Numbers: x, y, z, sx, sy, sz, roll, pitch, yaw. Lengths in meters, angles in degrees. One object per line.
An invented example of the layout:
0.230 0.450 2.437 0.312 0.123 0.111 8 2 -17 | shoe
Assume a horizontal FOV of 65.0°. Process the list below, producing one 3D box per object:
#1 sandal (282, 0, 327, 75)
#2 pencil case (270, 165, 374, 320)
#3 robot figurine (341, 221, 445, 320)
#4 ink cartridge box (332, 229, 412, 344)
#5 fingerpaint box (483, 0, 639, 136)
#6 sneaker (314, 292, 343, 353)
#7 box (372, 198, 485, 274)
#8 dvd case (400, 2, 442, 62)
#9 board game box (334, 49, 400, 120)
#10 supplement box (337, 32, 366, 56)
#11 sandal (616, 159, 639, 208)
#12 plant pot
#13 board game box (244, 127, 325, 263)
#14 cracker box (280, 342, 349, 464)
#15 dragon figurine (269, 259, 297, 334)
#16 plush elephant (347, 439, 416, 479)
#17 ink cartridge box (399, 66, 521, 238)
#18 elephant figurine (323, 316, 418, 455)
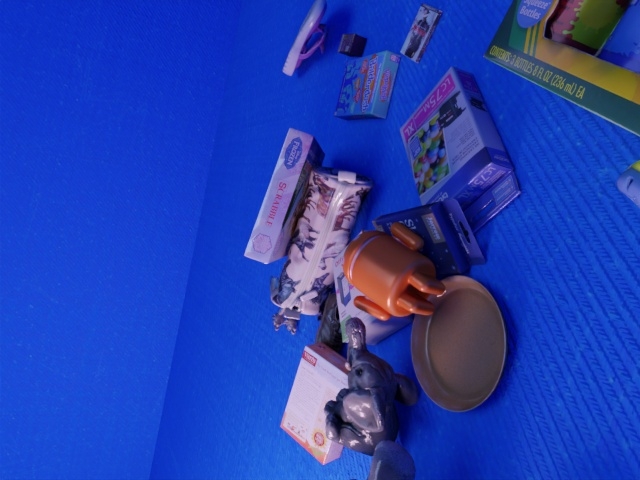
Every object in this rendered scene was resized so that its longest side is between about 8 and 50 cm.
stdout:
-0.028 -0.668 1.671 0.169 0.102 0.416 -67 13 -8 | sandal
0.000 0.000 1.292 0.183 0.160 0.409 -112 39 -68 | pencil case
0.128 0.062 0.958 0.219 0.128 0.157 36 142 43 | robot figurine
0.108 0.106 1.122 0.154 0.093 0.212 -47 40 48 | ink cartridge box
0.438 -0.292 0.539 0.370 0.163 0.444 -65 30 27 | fingerpaint box
0.034 0.224 1.253 0.071 0.066 0.188 -1 80 62 | sneaker
0.200 0.001 0.967 0.225 0.037 0.136 -13 105 60 | box
0.234 -0.486 1.175 0.119 0.013 0.087 -64 31 27 | dvd case
0.119 -0.404 1.333 0.210 0.047 0.159 22 101 62 | board game box
0.091 -0.562 1.448 0.083 0.043 0.054 44 120 60 | supplement box
0.413 0.035 0.526 0.317 0.126 0.138 -106 32 -43 | sandal
0.246 0.181 0.893 0.236 0.033 0.236 -34 51 56 | plant pot
-0.082 -0.107 1.307 0.319 0.066 0.317 -25 -45 -84 | board game box
0.006 0.383 1.197 0.156 0.067 0.232 28 108 38 | cracker box
-0.102 0.136 1.528 0.144 0.085 0.288 -45 44 48 | dragon figurine
0.102 0.530 0.855 0.330 0.272 0.255 -46 -12 -3 | plush elephant
0.255 -0.162 0.969 0.185 0.065 0.310 -50 41 45 | ink cartridge box
0.101 0.301 0.979 0.169 0.186 0.239 -78 6 -53 | elephant figurine
